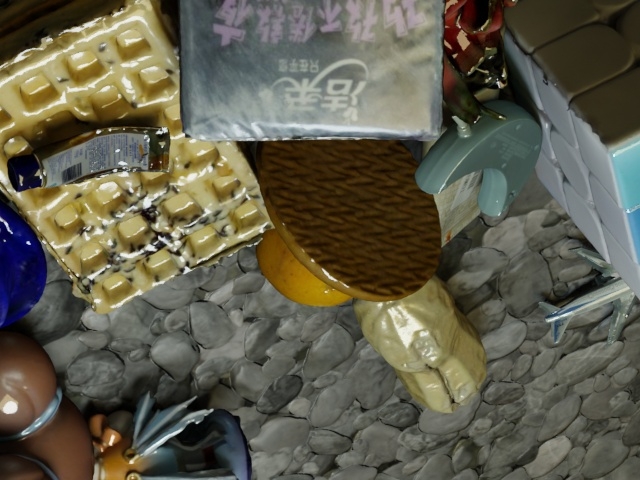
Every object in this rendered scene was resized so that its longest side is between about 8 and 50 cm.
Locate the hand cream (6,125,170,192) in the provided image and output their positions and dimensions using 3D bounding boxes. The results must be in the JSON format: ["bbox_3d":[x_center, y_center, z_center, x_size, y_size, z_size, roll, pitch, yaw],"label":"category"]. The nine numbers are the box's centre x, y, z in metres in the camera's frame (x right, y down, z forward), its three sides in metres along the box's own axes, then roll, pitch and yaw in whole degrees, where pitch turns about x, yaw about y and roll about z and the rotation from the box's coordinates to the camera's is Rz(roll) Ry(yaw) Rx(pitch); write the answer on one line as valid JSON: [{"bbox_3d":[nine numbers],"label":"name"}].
[{"bbox_3d":[-0.232,-0.081,1.573,0.163,0.039,0.062,-12,132,-20],"label":"hand cream"}]

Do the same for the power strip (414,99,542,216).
[{"bbox_3d":[0.186,-0.099,1.789,0.137,0.044,0.216,-53,151,11],"label":"power strip"}]

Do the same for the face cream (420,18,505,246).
[{"bbox_3d":[0.162,-0.122,1.845,0.137,0.084,0.341,-40,146,-35],"label":"face cream"}]

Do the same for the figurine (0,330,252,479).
[{"bbox_3d":[-0.277,0.280,1.888,0.388,0.276,0.248,10,148,-29],"label":"figurine"}]

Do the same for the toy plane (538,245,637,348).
[{"bbox_3d":[0.405,0.066,2.150,0.226,0.058,0.226,-31,135,-2],"label":"toy plane"}]

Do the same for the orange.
[{"bbox_3d":[0.000,0.000,1.836,0.159,0.136,0.159,-8,143,-6],"label":"orange"}]

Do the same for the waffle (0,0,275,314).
[{"bbox_3d":[-0.222,-0.101,1.655,0.261,0.114,0.376,-28,136,-1],"label":"waffle"}]

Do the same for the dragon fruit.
[{"bbox_3d":[0.105,-0.228,1.619,0.192,0.274,0.193,-45,174,4],"label":"dragon fruit"}]

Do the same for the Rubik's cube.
[{"bbox_3d":[0.411,-0.150,1.795,0.292,0.291,0.290,-27,136,-3],"label":"Rubik's cube"}]

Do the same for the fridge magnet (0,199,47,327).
[{"bbox_3d":[-0.421,0.024,1.639,0.265,0.112,0.265,3,141,3],"label":"fridge magnet"}]

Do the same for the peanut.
[{"bbox_3d":[0.133,0.123,2.022,0.130,0.130,0.290,-33,137,5],"label":"peanut"}]

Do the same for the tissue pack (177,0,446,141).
[{"bbox_3d":[-0.010,-0.272,1.461,0.259,0.122,0.361,0,107,2],"label":"tissue pack"}]

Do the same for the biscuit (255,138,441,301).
[{"bbox_3d":[0.030,-0.046,1.742,0.262,0.262,0.037,16,145,-36],"label":"biscuit"}]
